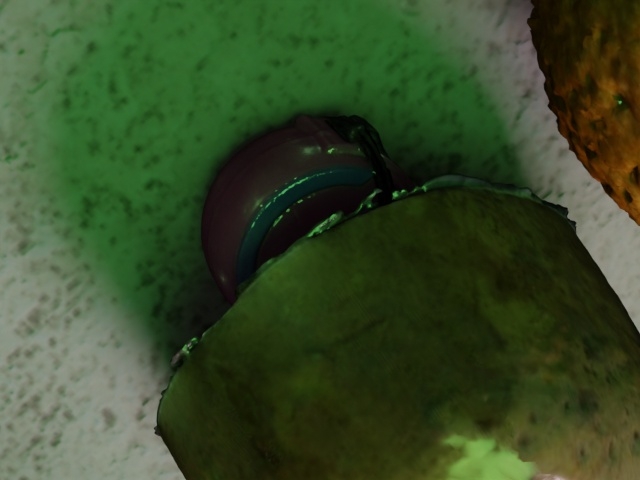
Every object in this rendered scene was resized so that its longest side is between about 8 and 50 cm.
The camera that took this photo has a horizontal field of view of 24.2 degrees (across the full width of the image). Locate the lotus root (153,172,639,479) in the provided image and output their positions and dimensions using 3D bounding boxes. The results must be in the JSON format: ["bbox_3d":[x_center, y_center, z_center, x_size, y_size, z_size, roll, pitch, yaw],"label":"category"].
[{"bbox_3d":[0.065,0.118,0.759,0.272,0.192,0.272,-21,150,-13],"label":"lotus root"}]

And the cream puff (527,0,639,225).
[{"bbox_3d":[0.250,-0.121,0.728,0.303,0.212,0.303,-1,110,-3],"label":"cream puff"}]

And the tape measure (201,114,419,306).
[{"bbox_3d":[0.000,0.000,0.792,0.118,0.074,0.125,-34,120,-4],"label":"tape measure"}]
